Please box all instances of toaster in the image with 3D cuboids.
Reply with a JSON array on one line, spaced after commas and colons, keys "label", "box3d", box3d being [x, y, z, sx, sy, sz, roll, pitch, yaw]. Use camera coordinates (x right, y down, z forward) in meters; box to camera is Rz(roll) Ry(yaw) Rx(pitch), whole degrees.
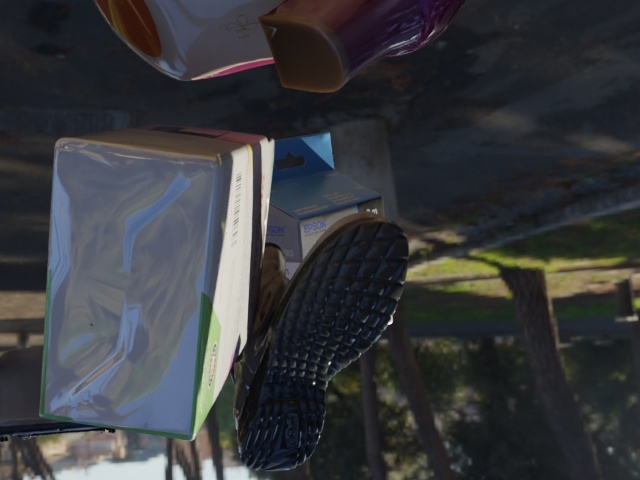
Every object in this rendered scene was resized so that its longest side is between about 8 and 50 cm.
[{"label": "toaster", "box3d": [-0.322, 0.193, 1.171, 0.186, 0.110, 0.168, -2, 170, -15]}]

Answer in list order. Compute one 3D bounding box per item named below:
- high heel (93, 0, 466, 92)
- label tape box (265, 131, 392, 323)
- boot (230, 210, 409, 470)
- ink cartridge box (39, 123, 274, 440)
[{"label": "high heel", "box3d": [-0.047, -0.217, 0.785, 0.377, 0.127, 0.181, 27, -125, 38]}, {"label": "label tape box", "box3d": [0.000, 0.000, 1.489, 0.106, 0.333, 0.241, 2, -168, 37]}, {"label": "boot", "box3d": [-0.037, 0.064, 1.018, 0.118, 0.222, 0.338, 15, 120, -27]}, {"label": "ink cartridge box", "box3d": [-0.122, 0.008, 0.803, 0.119, 0.207, 0.353, 7, -171, 3]}]
